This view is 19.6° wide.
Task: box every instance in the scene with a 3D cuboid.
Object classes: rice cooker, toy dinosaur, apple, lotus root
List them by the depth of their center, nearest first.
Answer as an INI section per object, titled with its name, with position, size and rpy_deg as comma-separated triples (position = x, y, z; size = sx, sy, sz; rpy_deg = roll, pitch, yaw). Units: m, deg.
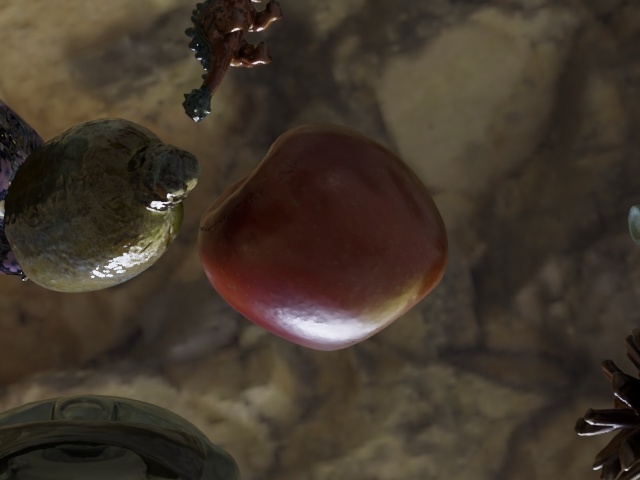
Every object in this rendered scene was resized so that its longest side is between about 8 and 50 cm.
[toy dinosaur]
position = -0.063, -0.136, 1.220
size = 0.049, 0.055, 0.154
rpy_deg = 56, -144, -37
[lotus root]
position = -0.146, -0.026, 1.240
size = 0.088, 0.192, 0.113
rpy_deg = -5, -97, -37
[apple]
position = 0.000, 0.000, 1.459
size = 0.168, 0.181, 0.181
rpy_deg = 50, -151, -7
[rice cooker]
position = -0.253, 0.342, 2.000
size = 0.335, 0.335, 0.325
rpy_deg = -54, -30, -60

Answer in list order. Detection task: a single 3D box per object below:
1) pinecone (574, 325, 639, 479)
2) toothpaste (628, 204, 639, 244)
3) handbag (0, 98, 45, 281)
[pinecone]
position = 0.354, 0.163, 1.609
size = 0.264, 0.264, 0.264
rpy_deg = 44, -142, -49
[toothpaste]
position = 0.366, -0.026, 1.589
size = 0.056, 0.205, 0.036
rpy_deg = 97, 160, -49
[handbag]
position = -0.305, -0.074, 1.369
size = 0.126, 0.229, 0.208
rpy_deg = -59, -25, -14
